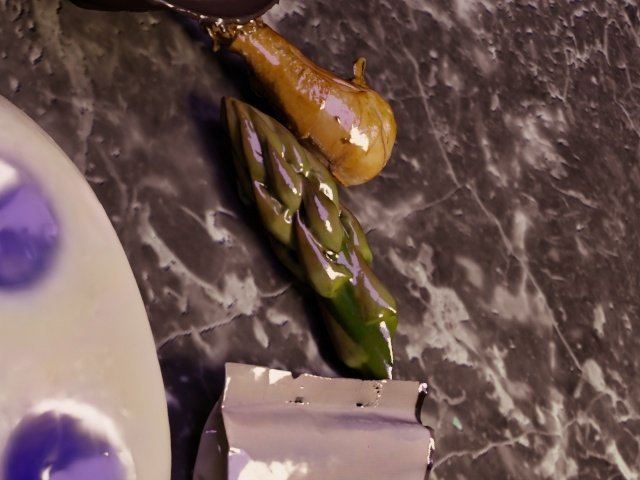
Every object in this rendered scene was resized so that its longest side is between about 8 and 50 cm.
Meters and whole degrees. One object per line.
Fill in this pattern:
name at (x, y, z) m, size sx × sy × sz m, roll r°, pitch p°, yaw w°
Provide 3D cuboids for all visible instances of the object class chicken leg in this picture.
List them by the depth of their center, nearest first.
chicken leg at (-0.016, -0.135, 1.038) m, size 0.207 × 0.085 × 0.101 m, roll 42°, pitch 47°, yaw -18°

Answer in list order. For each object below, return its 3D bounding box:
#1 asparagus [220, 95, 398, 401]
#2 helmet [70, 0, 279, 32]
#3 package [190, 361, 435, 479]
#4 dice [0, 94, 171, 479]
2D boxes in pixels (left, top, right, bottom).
asparagus at (0.000, 0.000, 1.016) m, size 0.080 × 0.080 × 0.287 m, roll -40°, pitch 100°, yaw -39°
helmet at (-0.160, -0.280, 0.918) m, size 0.225 × 0.177 × 0.305 m, roll -15°, pitch 91°, yaw -48°
package at (-0.006, 0.227, 0.953) m, size 0.204 × 0.062 × 0.250 m, roll 9°, pitch 83°, yaw -36°
dice at (-0.277, 0.086, 0.618) m, size 0.304 × 0.277 × 0.304 m, roll -11°, pitch 88°, yaw -51°
